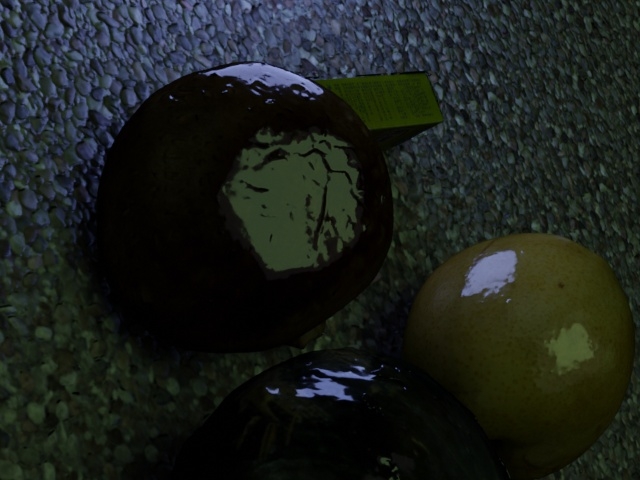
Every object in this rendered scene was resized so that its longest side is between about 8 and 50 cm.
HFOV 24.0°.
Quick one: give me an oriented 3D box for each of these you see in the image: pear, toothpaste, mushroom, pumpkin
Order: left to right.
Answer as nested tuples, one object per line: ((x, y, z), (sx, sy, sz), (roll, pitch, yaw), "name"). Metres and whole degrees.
((-0.077, -0.041, 1.663), (0.345, 0.239, 0.345), (25, 53, -38), "mushroom")
((0.018, -0.157, 1.929), (0.327, 0.110, 0.077), (-10, 77, -50), "toothpaste")
((0.035, 0.328, 1.512), (0.454, 0.344, 0.454), (37, 42, -42), "pumpkin")
((0.247, 0.146, 1.885), (0.314, 0.314, 0.314), (24, 54, -38), "pear")

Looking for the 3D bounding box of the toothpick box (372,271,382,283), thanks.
((0.000, 0.000, 1.837), (0.098, 0.098, 0.149), (-26, 91, -51), "toothpick box")
